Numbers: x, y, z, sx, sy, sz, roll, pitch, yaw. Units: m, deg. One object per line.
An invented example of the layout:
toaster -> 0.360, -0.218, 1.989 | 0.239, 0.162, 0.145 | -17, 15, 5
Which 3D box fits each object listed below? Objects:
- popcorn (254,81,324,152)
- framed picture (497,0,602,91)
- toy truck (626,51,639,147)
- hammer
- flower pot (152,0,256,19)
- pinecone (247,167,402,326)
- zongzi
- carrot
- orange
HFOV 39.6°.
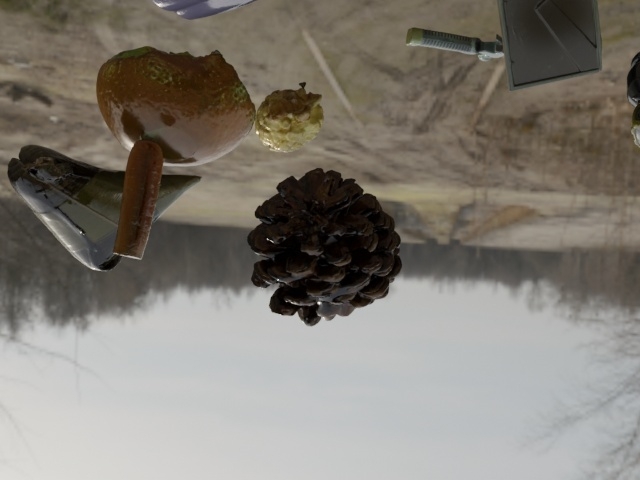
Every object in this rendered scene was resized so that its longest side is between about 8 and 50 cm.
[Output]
popcorn -> -0.073, -0.296, 2.145 | 0.180, 0.170, 0.180 | -1, -161, 0
framed picture -> 0.434, -0.425, 1.687 | 0.189, 0.260, 0.023 | -14, -155, 2
toy truck -> 0.551, -0.219, 1.387 | 0.165, 0.224, 0.147 | 2, 142, 36
hammer -> 0.313, -0.452, 2.035 | 0.226, 0.041, 0.159 | 8, -178, -8
flower pot -> -0.179, -0.510, 1.514 | 0.265, 0.265, 0.243 | 3, 163, -45
pinecone -> 0.000, 0.000, 1.229 | 0.221, 0.222, 0.221 | 3, 179, 0
zongzi -> -0.435, -0.130, 1.815 | 0.154, 0.317, 0.289 | 39, 164, 47
carrot -> -0.330, -0.080, 1.620 | 0.067, 0.225, 0.067 | 10, 178, 0
orange -> -0.307, -0.263, 1.873 | 0.334, 0.196, 0.262 | 9, 158, -18
